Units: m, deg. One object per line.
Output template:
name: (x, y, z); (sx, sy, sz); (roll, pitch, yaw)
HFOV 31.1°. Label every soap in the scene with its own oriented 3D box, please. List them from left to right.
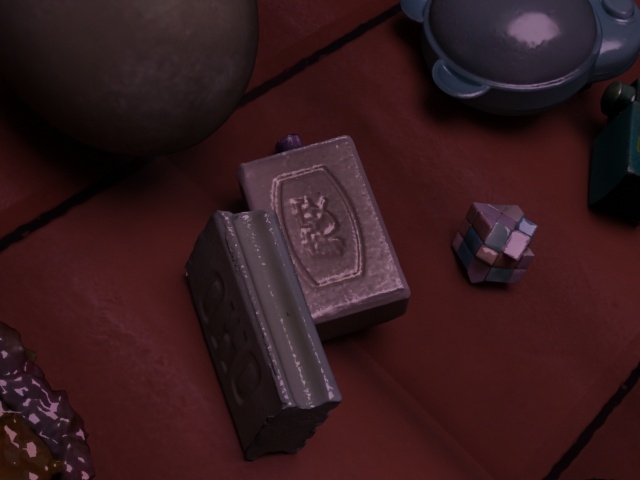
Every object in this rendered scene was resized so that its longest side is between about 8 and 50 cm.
soap: (-0.056, 0.080, 1.012); (0.063, 0.114, 0.198); (-5, 59, -28)
soap: (0.000, 0.000, 1.100); (0.121, 0.064, 0.183); (-17, 65, -7)

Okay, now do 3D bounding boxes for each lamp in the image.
lamp: (0.249, -0.246, 1.364); (0.284, 0.147, 0.209); (1, 54, -26)

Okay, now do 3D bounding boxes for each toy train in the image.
toy train: (0.464, -0.082, 1.376); (0.298, 0.120, 0.194); (21, 58, -11)

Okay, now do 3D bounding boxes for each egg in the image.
egg: (-0.200, -0.238, 1.078); (0.258, 0.258, 0.352); (-23, 64, -35)

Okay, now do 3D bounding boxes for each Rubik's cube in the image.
Rubik's cube: (0.190, 0.005, 1.202); (0.084, 0.075, 0.073); (-8, 41, -14)

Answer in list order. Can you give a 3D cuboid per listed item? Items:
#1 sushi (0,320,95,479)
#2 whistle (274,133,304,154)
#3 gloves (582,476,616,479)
sushi: (-0.299, 0.143, 0.820); (0.270, 0.171, 0.236); (42, 50, 5)
whistle: (-0.004, -0.033, 1.169); (0.033, 0.033, 0.176); (-9, 62, -30)
gloves: (0.220, 0.349, 0.878); (0.155, 0.203, 0.356); (16, 44, -3)
